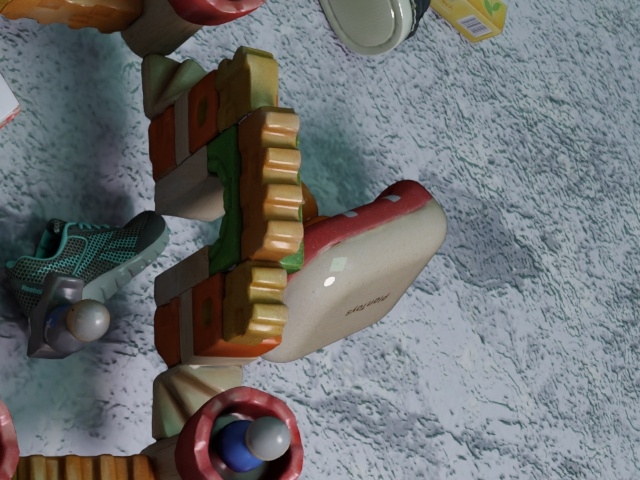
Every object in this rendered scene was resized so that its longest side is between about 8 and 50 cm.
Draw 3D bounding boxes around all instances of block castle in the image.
[{"bbox_3d":[-0.168,-0.028,1.252,0.303,0.213,0.453,5,73,-28],"label":"block castle"}]

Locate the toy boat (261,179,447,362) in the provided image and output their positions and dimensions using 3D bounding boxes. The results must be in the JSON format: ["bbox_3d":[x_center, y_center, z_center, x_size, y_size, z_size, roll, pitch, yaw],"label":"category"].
[{"bbox_3d":[0.000,0.000,1.556,0.231,0.151,0.151,-21,65,-48],"label":"toy boat"}]

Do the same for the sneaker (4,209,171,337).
[{"bbox_3d":[-0.184,0.009,1.394,0.076,0.065,0.166,58,43,-11],"label":"sneaker"}]

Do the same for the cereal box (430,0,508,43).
[{"bbox_3d":[0.144,-0.353,1.861,0.173,0.047,0.240,36,54,-35],"label":"cereal box"}]

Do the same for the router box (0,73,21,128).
[{"bbox_3d":[-0.381,-0.163,1.057,0.082,0.301,0.335,-47,113,-43],"label":"router box"}]

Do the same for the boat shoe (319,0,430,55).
[{"bbox_3d":[0.031,-0.353,1.684,0.113,0.127,0.340,-34,104,-48],"label":"boat shoe"}]
